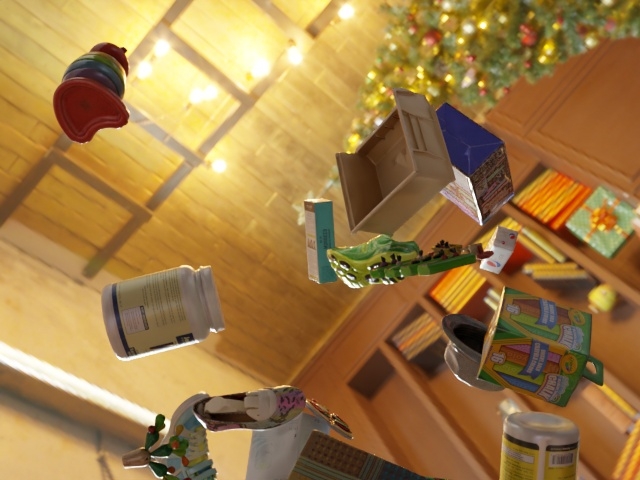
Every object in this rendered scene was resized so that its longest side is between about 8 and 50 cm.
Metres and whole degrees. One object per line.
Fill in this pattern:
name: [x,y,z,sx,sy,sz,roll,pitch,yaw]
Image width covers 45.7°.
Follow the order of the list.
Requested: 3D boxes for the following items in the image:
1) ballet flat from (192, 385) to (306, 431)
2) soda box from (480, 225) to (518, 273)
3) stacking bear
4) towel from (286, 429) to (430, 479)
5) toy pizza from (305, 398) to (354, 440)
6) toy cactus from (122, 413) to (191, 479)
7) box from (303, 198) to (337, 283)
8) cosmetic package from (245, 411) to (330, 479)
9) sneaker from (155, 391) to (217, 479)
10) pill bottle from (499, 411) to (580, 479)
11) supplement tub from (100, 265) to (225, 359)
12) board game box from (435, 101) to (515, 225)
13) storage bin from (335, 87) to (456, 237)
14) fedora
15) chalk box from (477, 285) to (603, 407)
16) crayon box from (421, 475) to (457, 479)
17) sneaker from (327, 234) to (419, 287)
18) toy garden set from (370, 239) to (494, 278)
ballet flat: [-0.137,0.302,1.371,0.079,0.222,0.076,44,-140,-50]
soda box: [0.576,0.032,2.455,0.069,0.073,0.216,17,159,7]
stacking bear: [-0.565,-0.406,1.936,0.289,0.175,0.164,-89,-26,-51]
towel: [0.016,0.569,1.429,0.272,0.370,0.040,18,151,24]
toy pizza: [0.029,0.543,2.337,0.201,0.032,0.201,37,175,4]
toy cactus: [-0.445,0.587,2.063,0.112,0.181,0.219,-120,18,-68]
box: [0.000,0.000,2.283,0.060,0.244,0.100,-7,-170,-19]
cosmetic package: [-0.103,0.667,2.363,0.138,0.224,0.224,29,-124,-39]
sneaker: [-0.351,0.602,2.198,0.127,0.319,0.208,-12,-132,-45]
pill bottle: [0.546,0.617,1.914,0.188,0.333,0.188,3,-175,0]
supplement tub: [-0.463,0.208,2.255,0.235,0.325,0.235,166,90,-84]
board game box: [0.414,-0.216,2.184,0.232,0.141,0.291,43,174,31]
storage bin: [0.167,-0.183,1.796,0.123,0.262,0.260,8,-125,-30]
fedora: [0.449,0.334,2.158,0.275,0.124,0.244,30,-158,22]
chalk box: [0.556,0.269,1.859,0.289,0.179,0.180,17,-145,9]
crayon box: [0.345,0.696,1.928,0.165,0.081,0.278,-1,141,26]
sneaker: [0.134,0.050,1.913,0.296,0.123,0.109,0,122,49]
toy garden set: [0.241,0.030,1.558,0.244,0.204,0.049,-11,92,66]
